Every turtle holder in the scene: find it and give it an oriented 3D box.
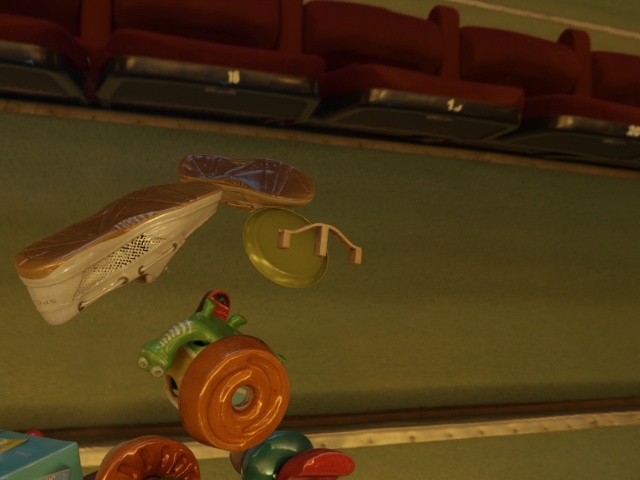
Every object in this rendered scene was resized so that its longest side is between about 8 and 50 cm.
[{"bbox_3d":[-0.249,0.293,1.390,0.243,0.320,0.227,40,90,9],"label":"turtle holder"}]

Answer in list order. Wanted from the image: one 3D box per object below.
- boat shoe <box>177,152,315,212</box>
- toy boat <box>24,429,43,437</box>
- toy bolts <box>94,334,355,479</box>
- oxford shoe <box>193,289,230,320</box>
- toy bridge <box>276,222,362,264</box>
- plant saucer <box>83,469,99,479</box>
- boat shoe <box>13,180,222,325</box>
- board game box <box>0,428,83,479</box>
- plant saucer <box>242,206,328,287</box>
[{"bbox_3d":[-0.180,-0.133,1.505,0.341,0.110,0.122,12,52,6],"label":"boat shoe"},{"bbox_3d":[-0.709,0.616,1.476,0.267,0.318,0.148,5,33,-1],"label":"toy boat"},{"bbox_3d":[-0.090,0.197,0.596,0.228,0.158,0.218,23,83,-35],"label":"toy bolts"},{"bbox_3d":[-0.343,0.278,1.782,0.097,0.098,0.271,30,68,-32],"label":"oxford shoe"},{"bbox_3d":[0.000,0.000,1.161,0.188,0.026,0.063,14,77,-32],"label":"toy bridge"},{"bbox_3d":[-0.241,0.368,0.730,0.198,0.036,0.199,15,48,-17],"label":"plant saucer"},{"bbox_3d":[-0.224,0.007,0.730,0.277,0.098,0.096,-34,127,-44],"label":"boat shoe"},{"bbox_3d":[-0.360,0.322,0.617,0.079,0.336,0.254,-14,97,-55],"label":"board game box"},{"bbox_3d":[-0.085,0.014,1.550,0.241,0.241,0.037,44,39,-5],"label":"plant saucer"}]
